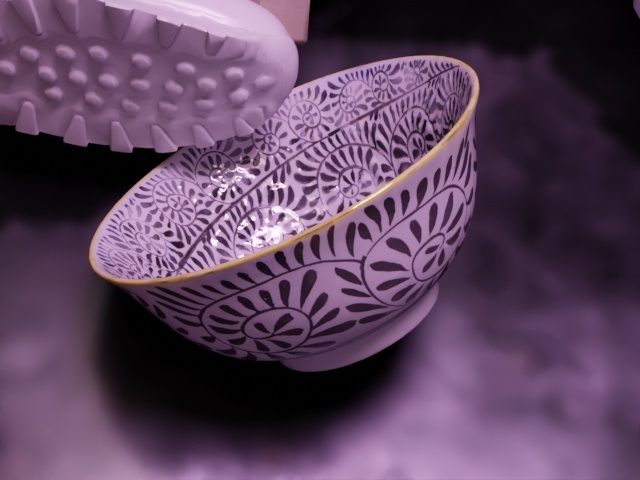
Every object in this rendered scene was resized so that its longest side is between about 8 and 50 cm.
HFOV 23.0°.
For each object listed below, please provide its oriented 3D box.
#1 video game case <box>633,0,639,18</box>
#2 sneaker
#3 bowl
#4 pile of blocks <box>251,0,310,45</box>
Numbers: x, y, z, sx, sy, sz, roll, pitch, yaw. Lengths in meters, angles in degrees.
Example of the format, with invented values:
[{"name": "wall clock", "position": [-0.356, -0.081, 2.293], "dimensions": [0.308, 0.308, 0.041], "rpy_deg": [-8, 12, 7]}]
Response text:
[{"name": "video game case", "position": [0.281, -0.062, 0.753], "dimensions": [0.193, 0.023, 0.212], "rpy_deg": [-16, 62, -15]}, {"name": "sneaker", "position": [-0.119, -0.101, 0.683], "dimensions": [0.235, 0.090, 0.095], "rpy_deg": [8, 48, 14]}, {"name": "bowl", "position": [0.000, 0.000, 0.640], "dimensions": [0.170, 0.080, 0.170], "rpy_deg": [-23, 22, 10]}, {"name": "pile of blocks", "position": [-0.107, -0.226, 0.780], "dimensions": [0.112, 0.149, 0.362], "rpy_deg": [-5, 60, -59]}]
